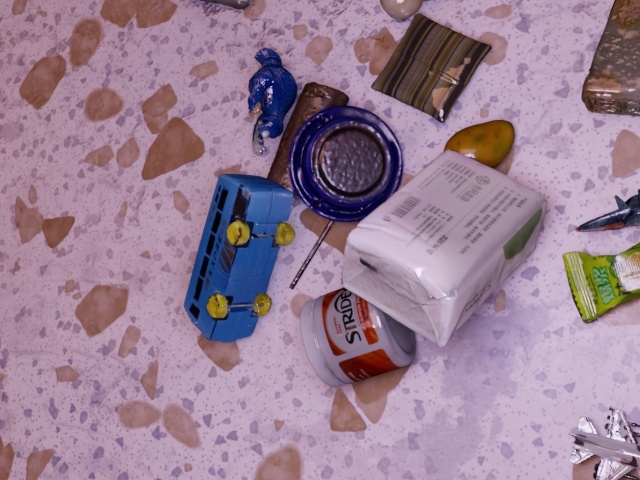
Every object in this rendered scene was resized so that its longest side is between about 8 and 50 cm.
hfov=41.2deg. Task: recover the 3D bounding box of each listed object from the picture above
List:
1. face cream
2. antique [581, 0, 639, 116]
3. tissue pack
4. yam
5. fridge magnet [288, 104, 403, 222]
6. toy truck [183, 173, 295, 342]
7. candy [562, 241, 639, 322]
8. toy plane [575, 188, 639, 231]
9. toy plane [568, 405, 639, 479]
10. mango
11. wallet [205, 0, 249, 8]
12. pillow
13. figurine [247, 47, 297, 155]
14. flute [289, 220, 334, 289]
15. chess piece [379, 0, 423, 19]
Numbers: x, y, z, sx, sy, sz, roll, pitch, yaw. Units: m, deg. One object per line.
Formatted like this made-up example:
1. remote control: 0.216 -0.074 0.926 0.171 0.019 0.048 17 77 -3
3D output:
1. face cream: 0.083 0.195 1.820 0.187 0.201 0.201 -21 71 20
2. antique: 0.638 -0.403 1.734 0.150 0.125 0.284 12 84 25
3. tissue pack: 0.245 0.007 1.706 0.266 0.193 0.356 32 52 27
4. yam: -0.034 -0.233 2.013 0.131 0.131 0.279 19 86 27
5. fridge magnet: 0.059 -0.173 1.919 0.266 0.113 0.265 0 91 -10
6. toy truck: -0.188 0.041 1.954 0.162 0.161 0.384 34 115 42
7. candy: 0.610 0.061 1.679 0.246 0.069 0.149 -19 74 21
8. toy plane: 0.655 -0.075 1.657 0.326 0.104 0.222 -13 44 21
9. toy plane: 0.583 0.407 1.620 0.234 0.082 0.160 16 75 12
10. mango: 0.346 -0.199 1.847 0.163 0.089 0.111 -17 71 12
11. wallet: -0.253 -0.800 2.263 0.252 0.083 0.360 15 85 22
12. pillow: 0.251 -0.398 1.953 0.212 0.052 0.208 32 90 26
13. figurine: -0.113 -0.338 2.044 0.121 0.164 0.262 -1 62 -3
14. flute: 0.000 0.000 2.006 0.014 0.014 0.269 33 93 27
15. chess piece: 0.249 -0.619 1.971 0.261 0.143 0.142 -41 65 20
